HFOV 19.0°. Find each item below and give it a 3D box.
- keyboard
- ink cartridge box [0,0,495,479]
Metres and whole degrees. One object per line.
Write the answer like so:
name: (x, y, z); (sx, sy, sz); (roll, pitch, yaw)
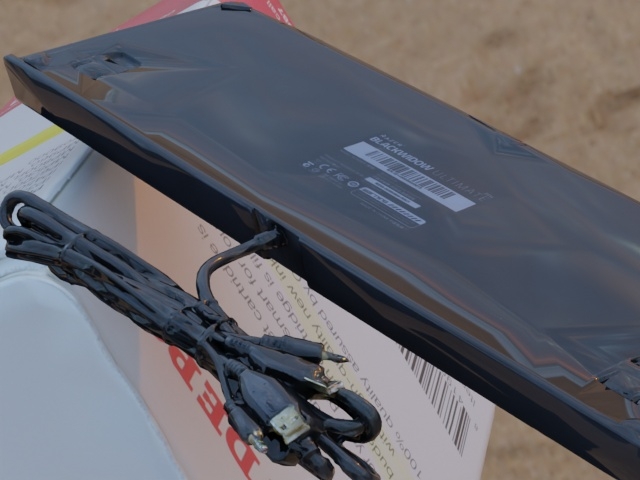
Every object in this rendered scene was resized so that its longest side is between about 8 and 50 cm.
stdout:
keyboard: (0.000, 0.000, 0.639); (0.201, 0.033, 0.317); (-20, 37, -38)
ink cartridge box: (-0.064, 0.067, 0.879); (0.160, 0.279, 0.385); (-26, 16, 20)
